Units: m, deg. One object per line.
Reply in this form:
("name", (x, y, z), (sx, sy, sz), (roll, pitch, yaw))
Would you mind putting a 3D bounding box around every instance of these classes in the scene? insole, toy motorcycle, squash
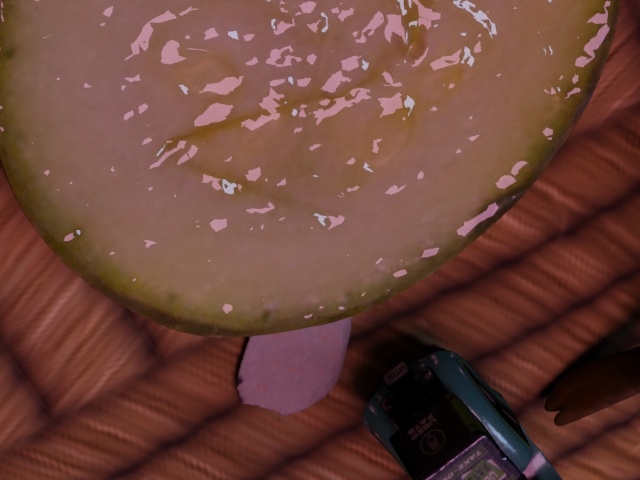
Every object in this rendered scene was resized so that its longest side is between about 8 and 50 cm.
("insole", (0.000, 0.000, 0.799), (0.065, 0.004, 0.197), (-6, 129, -22))
("toy motorcycle", (0.080, 0.116, 0.870), (0.058, 0.100, 0.173), (-37, 133, 5))
("squash", (-0.005, -0.080, 0.697), (0.252, 0.049, 0.252), (-12, 128, -16))

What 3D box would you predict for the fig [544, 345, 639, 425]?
("fig", (0.263, 0.037, 0.819), (0.368, 0.286, 0.286), (-24, 138, 25))
